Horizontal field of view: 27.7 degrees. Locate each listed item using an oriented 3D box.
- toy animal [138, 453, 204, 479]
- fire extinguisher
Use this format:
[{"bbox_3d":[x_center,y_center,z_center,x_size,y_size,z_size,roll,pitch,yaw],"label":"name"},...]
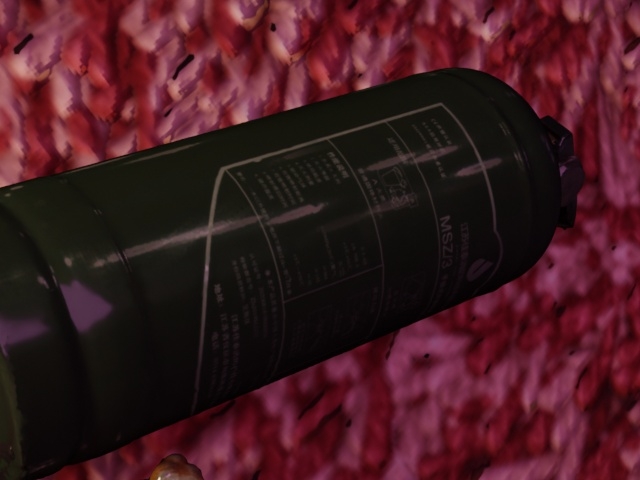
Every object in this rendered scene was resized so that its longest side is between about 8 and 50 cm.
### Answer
[{"bbox_3d":[0.035,0.161,0.492,0.255,0.114,0.116,11,31,-36],"label":"toy animal"},{"bbox_3d":[0.000,0.000,0.497,0.311,0.095,0.114,-21,136,-33],"label":"fire extinguisher"}]
